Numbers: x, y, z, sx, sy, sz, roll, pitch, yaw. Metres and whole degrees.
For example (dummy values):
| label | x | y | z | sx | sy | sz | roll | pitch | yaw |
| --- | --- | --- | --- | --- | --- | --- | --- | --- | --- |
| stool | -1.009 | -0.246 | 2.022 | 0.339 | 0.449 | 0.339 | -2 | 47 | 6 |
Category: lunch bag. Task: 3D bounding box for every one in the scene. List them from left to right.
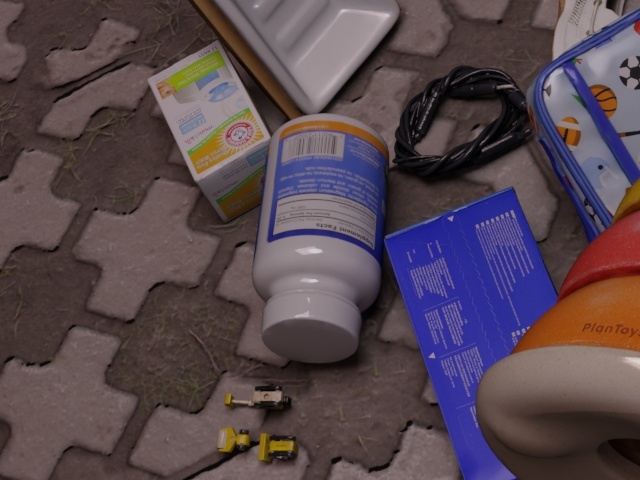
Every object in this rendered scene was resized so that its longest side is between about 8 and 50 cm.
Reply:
| label | x | y | z | sx | sy | sz | roll | pitch | yaw |
| --- | --- | --- | --- | --- | --- | --- | --- | --- | --- |
| lunch bag | 0.371 | -0.093 | 1.499 | 0.243 | 0.115 | 0.303 | -30 | 89 | -3 |

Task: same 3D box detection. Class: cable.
| label | x | y | z | sx | sy | sz | roll | pitch | yaw |
| --- | --- | --- | --- | --- | --- | --- | --- | --- | --- |
| cable | 0.166 | -0.150 | 1.731 | 0.184 | 0.047 | 0.150 | -28 | 53 | 3 |

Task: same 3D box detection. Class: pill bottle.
| label | x | y | z | sx | sy | sz | roll | pitch | yaw |
| --- | --- | --- | --- | --- | --- | --- | --- | --- | --- |
| pill bottle | 0.000 | 0.000 | 1.631 | 0.152 | 0.152 | 0.272 | -6 | 57 | 18 |

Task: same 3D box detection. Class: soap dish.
| label | x | y | z | sx | sy | sz | roll | pitch | yaw |
| --- | --- | --- | --- | --- | --- | --- | --- | --- | --- |
| soap dish | -0.050 | -0.325 | 1.795 | 0.229 | 0.291 | 0.118 | -51 | 36 | -14 |

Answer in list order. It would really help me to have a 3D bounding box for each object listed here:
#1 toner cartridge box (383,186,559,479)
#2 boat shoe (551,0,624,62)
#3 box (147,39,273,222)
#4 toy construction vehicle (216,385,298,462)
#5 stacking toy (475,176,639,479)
| label | x | y | z | sx | sy | sz | roll | pitch | yaw |
| --- | --- | --- | --- | --- | --- | --- | --- | --- | --- |
| toner cartridge box | 0.197 | 0.118 | 1.526 | 0.165 | 0.075 | 0.348 | -21 | 54 | 6 |
| boat shoe | 0.339 | -0.242 | 1.692 | 0.096 | 0.098 | 0.277 | -3 | 56 | 20 |
| box | -0.128 | -0.142 | 1.803 | 0.114 | 0.103 | 0.203 | -29 | 53 | 2 |
| toy construction vehicle | -0.068 | 0.213 | 1.596 | 0.098 | 0.035 | 0.086 | -6 | 68 | 21 |
| stacking toy | 0.377 | 0.031 | 1.300 | 0.350 | 0.350 | 0.480 | 11 | 61 | 27 |
